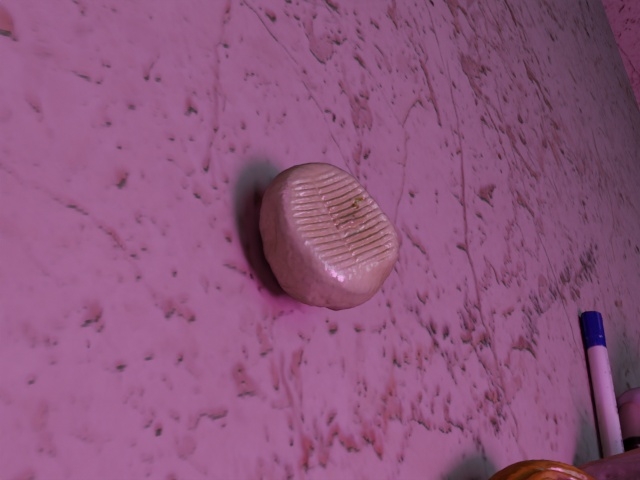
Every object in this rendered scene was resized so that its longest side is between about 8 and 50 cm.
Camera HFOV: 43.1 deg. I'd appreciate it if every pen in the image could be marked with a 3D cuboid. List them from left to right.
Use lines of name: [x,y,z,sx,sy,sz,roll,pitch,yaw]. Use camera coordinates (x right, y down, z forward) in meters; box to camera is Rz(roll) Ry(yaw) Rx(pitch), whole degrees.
pen: [0.406,0.222,1.160,0.033,0.033,0.269,41,41,-40]

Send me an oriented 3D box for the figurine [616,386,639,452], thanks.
figurine: [0.600,0.264,1.158,0.320,0.323,0.196,14,62,-56]

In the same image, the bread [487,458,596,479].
bread: [0.229,0.288,0.678,0.236,0.120,0.198,34,24,21]

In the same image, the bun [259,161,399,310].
bun: [0.000,0.000,0.604,0.115,0.069,0.115,20,50,-27]

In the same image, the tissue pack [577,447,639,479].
tissue pack: [0.459,0.407,0.929,0.305,0.239,0.238,58,32,-19]
